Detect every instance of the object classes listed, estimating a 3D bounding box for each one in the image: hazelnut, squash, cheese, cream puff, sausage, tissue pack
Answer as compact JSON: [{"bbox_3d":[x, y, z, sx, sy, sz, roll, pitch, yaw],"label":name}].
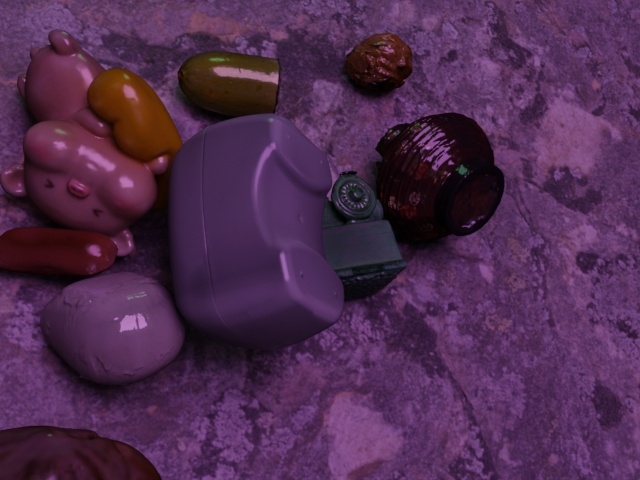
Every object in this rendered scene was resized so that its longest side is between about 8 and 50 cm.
[{"bbox_3d":[-0.354,0.399,1.410,0.372,0.372,0.315,-6,28,-27],"label":"hazelnut"},{"bbox_3d":[-0.164,-0.277,1.988,0.186,0.123,0.123,4,62,-19],"label":"squash"},{"bbox_3d":[-0.298,0.133,1.674,0.198,0.189,0.154,-16,105,-30],"label":"cheese"},{"bbox_3d":[0.112,-0.337,2.152,0.133,0.119,0.104,-3,82,3],"label":"cream puff"},{"bbox_3d":[-0.406,0.017,1.712,0.194,0.077,0.077,3,58,10],"label":"sausage"},{"bbox_3d":[-0.112,-0.007,1.685,0.229,0.236,0.333,34,44,-56],"label":"tissue pack"}]

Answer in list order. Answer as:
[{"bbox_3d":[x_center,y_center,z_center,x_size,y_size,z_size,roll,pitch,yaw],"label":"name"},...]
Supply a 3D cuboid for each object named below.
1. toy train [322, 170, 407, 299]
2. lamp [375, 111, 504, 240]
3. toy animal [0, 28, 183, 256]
[{"bbox_3d":[0.000,0.000,1.896,0.266,0.145,0.202,-9,71,-28],"label":"toy train"},{"bbox_3d":[0.203,-0.117,2.008,0.247,0.247,0.247,11,60,-19],"label":"lamp"},{"bbox_3d":[-0.375,-0.147,1.741,0.345,0.277,0.247,45,68,-1],"label":"toy animal"}]
